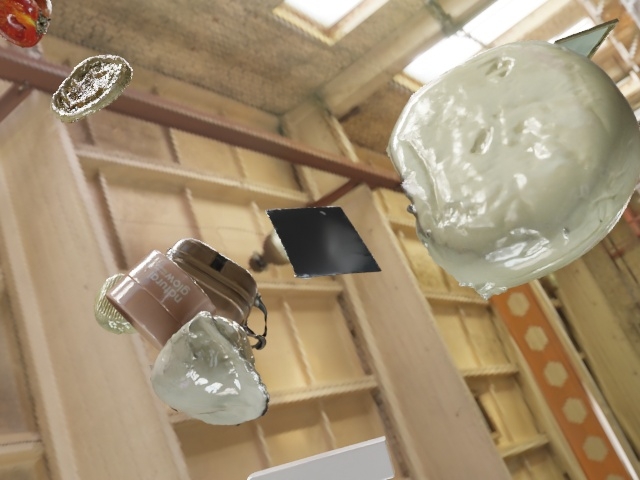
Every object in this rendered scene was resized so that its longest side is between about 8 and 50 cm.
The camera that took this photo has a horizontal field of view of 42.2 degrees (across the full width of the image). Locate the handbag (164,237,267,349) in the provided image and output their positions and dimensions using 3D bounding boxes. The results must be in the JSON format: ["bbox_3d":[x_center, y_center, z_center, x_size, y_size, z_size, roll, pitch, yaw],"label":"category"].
[{"bbox_3d":[-0.239,0.152,1.798,0.283,0.302,0.149,30,-124,0],"label":"handbag"}]

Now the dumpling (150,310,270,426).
[{"bbox_3d":[-0.147,0.195,1.180,0.172,0.247,0.142,36,-129,5],"label":"dumpling"}]

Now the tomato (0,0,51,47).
[{"bbox_3d":[-0.601,-0.480,1.675,0.138,0.159,0.091,25,-128,1],"label":"tomato"}]

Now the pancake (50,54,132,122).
[{"bbox_3d":[-0.375,-0.246,1.349,0.025,0.151,0.152,58,-165,-49],"label":"pancake"}]

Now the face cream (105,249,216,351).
[{"bbox_3d":[-0.252,0.101,1.315,0.149,0.104,0.149,39,163,15],"label":"face cream"}]

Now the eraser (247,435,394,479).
[{"bbox_3d":[0.003,0.488,1.726,0.076,0.298,0.078,50,-156,-81],"label":"eraser"}]

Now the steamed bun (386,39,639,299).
[{"bbox_3d":[0.274,-0.092,1.118,0.233,0.311,0.334,39,-145,-50],"label":"steamed bun"}]

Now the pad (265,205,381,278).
[{"bbox_3d":[0.000,-0.001,1.555,0.159,0.009,0.265,-4,-150,-15],"label":"pad"}]

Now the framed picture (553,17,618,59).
[{"bbox_3d":[0.453,-0.330,1.539,0.201,0.135,0.010,107,140,-67],"label":"framed picture"}]

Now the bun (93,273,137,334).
[{"bbox_3d":[-0.343,0.116,1.469,0.069,0.115,0.115,90,159,-66],"label":"bun"}]
